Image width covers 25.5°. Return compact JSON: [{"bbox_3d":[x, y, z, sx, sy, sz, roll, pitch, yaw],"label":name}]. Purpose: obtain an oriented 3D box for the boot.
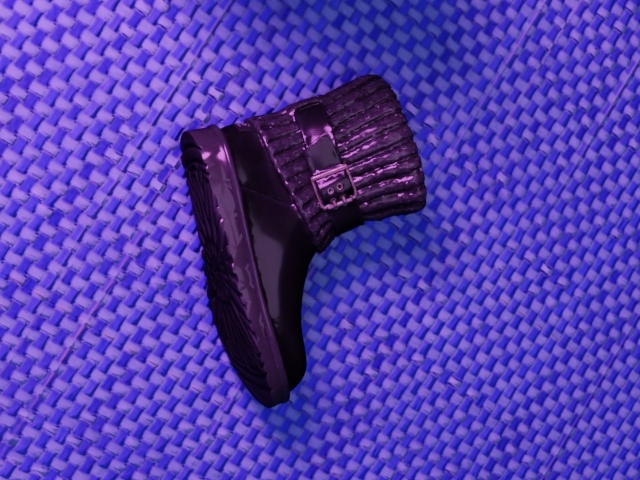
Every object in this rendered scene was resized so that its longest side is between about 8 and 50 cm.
[{"bbox_3d":[0.001,-0.001,1.623,0.260,0.131,0.348,-15,103,-20],"label":"boot"}]
